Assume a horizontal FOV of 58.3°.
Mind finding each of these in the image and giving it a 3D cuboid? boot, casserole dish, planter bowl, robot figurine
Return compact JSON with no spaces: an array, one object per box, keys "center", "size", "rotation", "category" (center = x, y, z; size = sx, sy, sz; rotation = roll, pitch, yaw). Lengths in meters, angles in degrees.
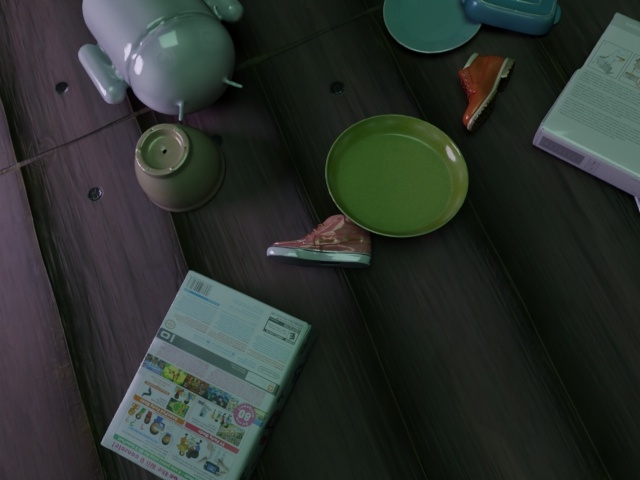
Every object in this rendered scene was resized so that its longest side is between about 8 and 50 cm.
[{"center":[0.275,-0.265,1.016],"size":[0.085,0.059,0.157],"rotation":[25,72,16],"category":"boot"},{"center":[0.351,-0.442,1.044],"size":[0.189,0.037,0.114],"rotation":[14,74,2],"category":"casserole dish"},{"center":[-0.263,-0.142,1.025],"size":[0.162,0.109,0.161],"rotation":[-2,76,8],"category":"planter bowl"},{"center":[-0.288,-0.371,1.039],"size":[0.300,0.200,0.353],"rotation":[-36,74,-1],"category":"robot figurine"}]

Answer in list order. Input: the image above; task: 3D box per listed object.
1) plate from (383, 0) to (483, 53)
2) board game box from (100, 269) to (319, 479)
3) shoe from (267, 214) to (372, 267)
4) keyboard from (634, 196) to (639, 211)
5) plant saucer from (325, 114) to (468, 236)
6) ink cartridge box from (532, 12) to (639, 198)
[{"center":[0.212,-0.430,1.081],"size":[0.188,0.024,0.188],"rotation":[-2,75,6],"category":"plate"},{"center":[-0.170,0.233,0.922],"size":[0.224,0.097,0.303],"rotation":[23,78,14],"category":"board game box"},{"center":[0.000,0.000,0.979],"size":[0.178,0.063,0.081],"rotation":[3,75,3],"category":"shoe"},{"center":[0.648,-0.098,0.944],"size":[0.256,0.014,0.072],"rotation":[-12,69,4],"category":"keyboard"},{"center":[0.128,-0.107,0.980],"size":[0.241,0.037,0.240],"rotation":[0,66,-1],"category":"plant saucer"},{"center":[0.554,-0.204,0.949],"size":[0.296,0.066,0.261],"rotation":[33,79,16],"category":"ink cartridge box"}]
